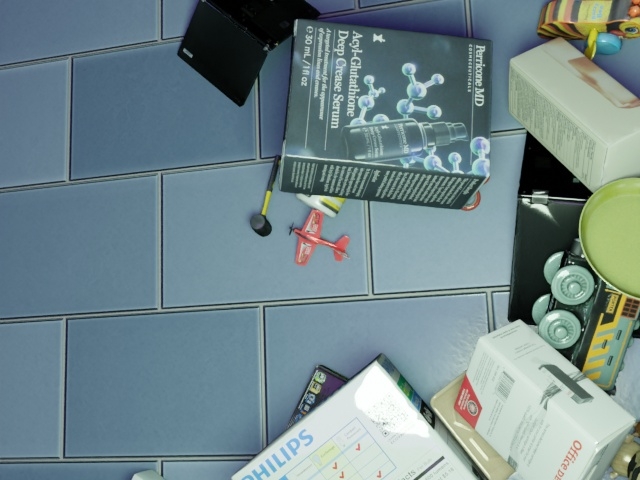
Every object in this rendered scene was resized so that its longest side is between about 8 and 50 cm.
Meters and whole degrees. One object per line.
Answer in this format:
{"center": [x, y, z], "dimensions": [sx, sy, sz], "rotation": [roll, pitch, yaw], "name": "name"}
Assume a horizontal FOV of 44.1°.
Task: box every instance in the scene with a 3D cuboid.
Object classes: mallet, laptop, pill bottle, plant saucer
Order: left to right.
{"center": [-0.175, -0.495, 1.890], "dimensions": [0.234, 0.136, 0.264], "rotation": [41, 67, 17], "name": "laptop"}
{"center": [-0.120, -0.105, 1.781], "dimensions": [0.039, 0.062, 0.189], "rotation": [9, 83, 16], "name": "mallet"}
{"center": [0.031, -0.150, 1.725], "dimensions": [0.103, 0.103, 0.184], "rotation": [30, 89, 18], "name": "pill bottle"}
{"center": [0.594, -0.044, 1.596], "dimensions": [0.382, 0.236, 0.407], "rotation": [6, 54, 16], "name": "laptop"}
{"center": [0.575, 0.002, 1.409], "dimensions": [0.241, 0.037, 0.240], "rotation": [0, 67, -1], "name": "plant saucer"}

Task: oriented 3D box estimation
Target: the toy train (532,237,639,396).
{"center": [0.500, 0.163, 1.494], "dimensions": [0.190, 0.142, 0.333], "rotation": [13, 105, 5], "name": "toy train"}

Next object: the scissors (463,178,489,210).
{"center": [0.214, -0.131, 1.718], "dimensions": [0.297, 0.021, 0.108], "rotation": [8, 85, 18], "name": "scissors"}

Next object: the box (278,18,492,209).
{"center": [0.125, -0.245, 1.587], "dimensions": [0.396, 0.212, 0.293], "rotation": [5, 74, -4], "name": "box"}

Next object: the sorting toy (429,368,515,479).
{"center": [0.348, 0.345, 1.565], "dimensions": [0.193, 0.038, 0.208], "rotation": [-34, 76, -14], "name": "sorting toy"}

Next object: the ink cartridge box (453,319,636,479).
{"center": [0.386, 0.307, 1.397], "dimensions": [0.114, 0.197, 0.273], "rotation": [-18, 45, -31], "name": "ink cartridge box"}

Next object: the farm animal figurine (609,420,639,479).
{"center": [0.569, 0.425, 1.367], "dimensions": [0.172, 0.326, 0.330], "rotation": [14, 75, 13], "name": "farm animal figurine"}

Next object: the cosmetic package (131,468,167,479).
{"center": [-0.359, 0.731, 1.689], "dimensions": [0.285, 0.097, 0.377], "rotation": [28, 89, 15], "name": "cosmetic package"}

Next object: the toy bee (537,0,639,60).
{"center": [0.591, -0.457, 1.593], "dimensions": [0.299, 0.162, 0.195], "rotation": [-10, 76, 14], "name": "toy bee"}

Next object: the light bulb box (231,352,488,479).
{"center": [0.093, 0.464, 1.503], "dimensions": [0.358, 0.225, 0.361], "rotation": [-39, 83, 3], "name": "light bulb box"}

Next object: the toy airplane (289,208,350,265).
{"center": [0.000, 0.000, 1.724], "dimensions": [0.151, 0.028, 0.151], "rotation": [10, 119, 18], "name": "toy airplane"}

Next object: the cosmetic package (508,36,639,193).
{"center": [0.500, -0.242, 1.524], "dimensions": [0.129, 0.153, 0.296], "rotation": [-26, 53, -9], "name": "cosmetic package"}

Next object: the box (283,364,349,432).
{"center": [0.035, 0.386, 1.663], "dimensions": [0.184, 0.045, 0.190], "rotation": [27, 89, 19], "name": "box"}
